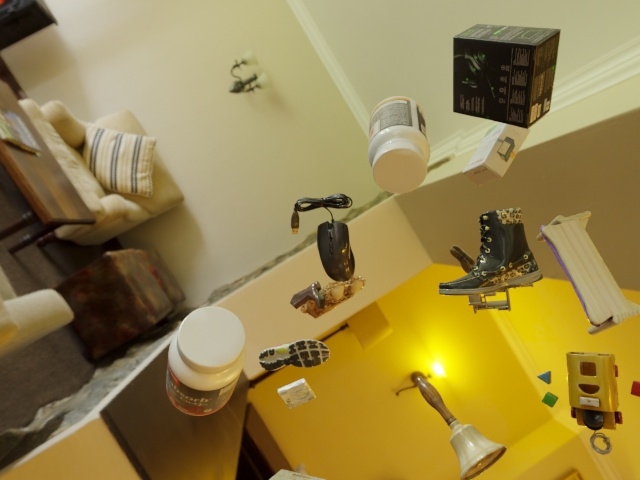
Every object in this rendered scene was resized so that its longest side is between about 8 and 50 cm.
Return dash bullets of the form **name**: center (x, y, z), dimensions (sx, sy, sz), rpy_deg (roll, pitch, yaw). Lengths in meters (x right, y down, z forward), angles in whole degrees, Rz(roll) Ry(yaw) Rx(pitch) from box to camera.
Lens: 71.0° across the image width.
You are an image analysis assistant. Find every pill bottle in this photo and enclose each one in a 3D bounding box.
- **pill bottle**: center (-0.328, 0.347, 1.282), dimensions (0.210, 0.210, 0.362), rpy_deg (56, -34, 24)
- **pill bottle**: center (0.206, -0.255, 1.185), dimensions (0.278, 0.162, 0.162), rpy_deg (-80, 150, -49)

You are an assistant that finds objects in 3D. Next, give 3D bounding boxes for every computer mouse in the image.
- **computer mouse**: center (0.000, 0.000, 1.261), dimensions (0.060, 0.184, 0.261), rpy_deg (-44, 134, -65)

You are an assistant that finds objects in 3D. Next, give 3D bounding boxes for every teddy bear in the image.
- **teddy bear**: center (0.040, 0.207, 1.768), dimensions (0.113, 0.245, 0.338), rpy_deg (62, -16, 11)

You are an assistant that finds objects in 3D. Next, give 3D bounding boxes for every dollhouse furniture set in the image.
- **dollhouse furniture set**: center (0.552, 0.179, 1.361), dimensions (0.161, 0.182, 0.101), rpy_deg (-13, 95, -66)

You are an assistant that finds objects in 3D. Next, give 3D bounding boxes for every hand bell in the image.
- **hand bell**: center (0.308, 0.425, 1.071), dimensions (0.242, 0.126, 0.126), rpy_deg (52, -8, 42)

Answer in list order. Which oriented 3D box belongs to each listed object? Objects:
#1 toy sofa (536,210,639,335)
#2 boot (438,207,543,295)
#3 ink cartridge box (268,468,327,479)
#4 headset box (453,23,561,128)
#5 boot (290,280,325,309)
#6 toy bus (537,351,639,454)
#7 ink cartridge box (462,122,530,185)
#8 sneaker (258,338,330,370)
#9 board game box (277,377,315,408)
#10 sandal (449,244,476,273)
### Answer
- **toy sofa**: center (0.815, 0.104, 1.406), dimensions (0.150, 0.177, 0.362), rpy_deg (88, -14, -66)
- **boot**: center (0.369, 0.028, 1.018), dimensions (0.085, 0.237, 0.178), rpy_deg (117, -37, -84)
- **ink cartridge box**: center (-0.076, 0.679, 1.208), dimensions (0.179, 0.146, 0.045), rpy_deg (34, 61, -70)
- **headset box**: center (0.538, -0.501, 1.354), dimensions (0.283, 0.131, 0.246), rpy_deg (29, -35, 41)
- **boot**: center (-0.043, 0.192, 1.394), dimensions (0.037, 0.114, 0.106), rpy_deg (41, 26, -38)
- **toy bus**: center (0.591, 0.338, 0.975), dimensions (0.104, 0.191, 0.202), rpy_deg (14, 29, -52)
- **ink cartridge box**: center (0.622, -0.315, 1.599), dimensions (0.093, 0.212, 0.154), rpy_deg (36, -10, -5)
- **sneaker**: center (-0.096, 0.421, 1.711), dimensions (0.118, 0.279, 0.107), rpy_deg (-19, 101, -77)
- **board game box**: center (-0.073, 0.473, 1.384), dimensions (0.020, 0.090, 0.090), rpy_deg (-110, 176, -54)
- **sandal**: center (0.728, 0.094, 2.277), dimensions (0.180, 0.072, 0.049), rpy_deg (49, 22, 5)
